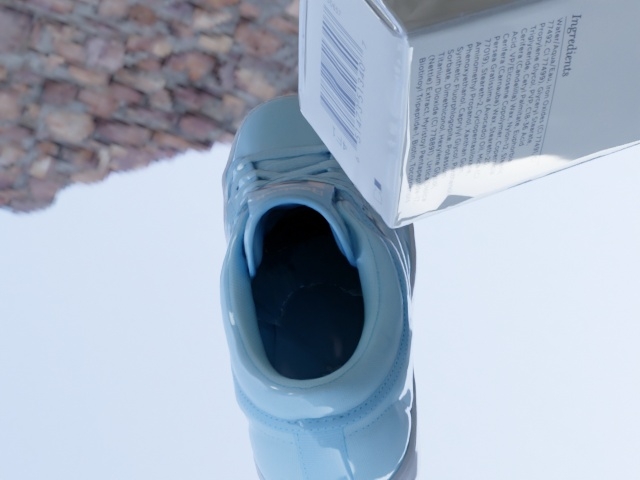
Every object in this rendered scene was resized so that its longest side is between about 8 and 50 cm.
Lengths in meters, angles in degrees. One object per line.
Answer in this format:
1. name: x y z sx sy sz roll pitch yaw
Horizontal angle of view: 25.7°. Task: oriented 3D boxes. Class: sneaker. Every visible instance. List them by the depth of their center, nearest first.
1. sneaker: 0.000 0.000 0.885 0.135 0.150 0.366 -10 -136 -3

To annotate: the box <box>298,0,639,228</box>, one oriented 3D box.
1. box: 0.131 -0.110 0.636 0.275 0.113 0.094 -18 -131 -21
